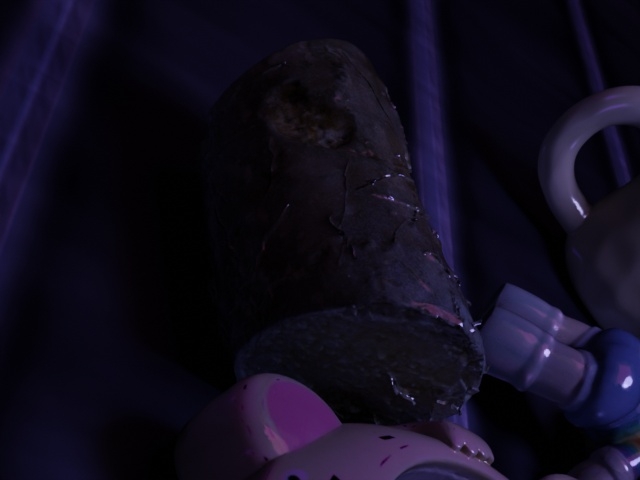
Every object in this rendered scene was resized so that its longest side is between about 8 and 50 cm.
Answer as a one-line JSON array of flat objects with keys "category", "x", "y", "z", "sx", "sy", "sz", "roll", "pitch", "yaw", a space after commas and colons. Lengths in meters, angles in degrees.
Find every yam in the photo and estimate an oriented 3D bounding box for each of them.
[{"category": "yam", "x": 0.000, "y": 0.000, "z": 0.749, "sx": 0.154, "sy": 0.154, "sz": 0.254, "roll": 23, "pitch": 37, "yaw": -41}]

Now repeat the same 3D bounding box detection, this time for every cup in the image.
[{"category": "cup", "x": 0.336, "y": -0.016, "z": 1.189, "sx": 0.255, "sy": 0.202, "sz": 0.173, "roll": 35, "pitch": 32, "yaw": -27}]

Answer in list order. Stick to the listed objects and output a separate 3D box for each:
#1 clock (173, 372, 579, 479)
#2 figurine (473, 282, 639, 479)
[{"category": "clock", "x": 0.061, "y": 0.218, "z": 0.617, "sx": 0.309, "sy": 0.114, "sz": 0.284, "roll": 33, "pitch": 35, "yaw": -28}, {"category": "figurine", "x": 0.284, "y": 0.164, "z": 0.910, "sx": 0.382, "sy": 0.205, "sz": 0.224, "roll": 29, "pitch": 25, "yaw": -10}]
